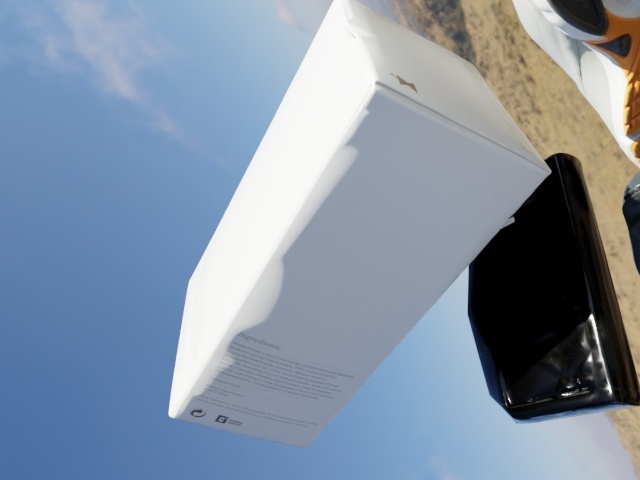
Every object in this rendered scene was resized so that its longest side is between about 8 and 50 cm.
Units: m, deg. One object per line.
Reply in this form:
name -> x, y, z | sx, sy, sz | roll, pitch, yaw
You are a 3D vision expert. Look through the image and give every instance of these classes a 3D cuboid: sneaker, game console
sneaker -> 0.235, -0.162, 0.460 | 0.262, 0.099, 0.121 | 44, -166, -27
game console -> 0.248, 0.006, 0.414 | 0.044, 0.361, 0.213 | 13, -118, -30

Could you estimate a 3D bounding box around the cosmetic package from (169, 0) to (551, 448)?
cosmetic package -> 0.000, 0.000, 0.517 | 0.155, 0.365, 0.197 | 22, -145, -20
